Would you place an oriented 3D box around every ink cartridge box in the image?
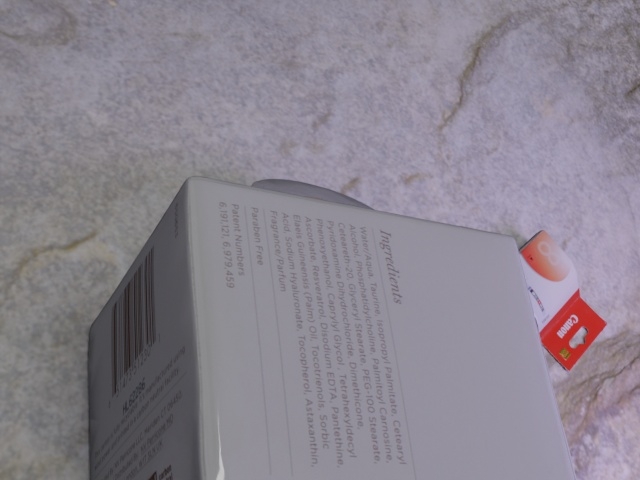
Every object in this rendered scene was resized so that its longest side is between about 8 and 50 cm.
[{"bbox_3d":[0.354,0.088,1.569,0.179,0.045,0.145,46,48,7],"label":"ink cartridge box"}]

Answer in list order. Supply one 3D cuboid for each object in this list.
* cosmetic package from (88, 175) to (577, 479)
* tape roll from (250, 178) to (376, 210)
[{"bbox_3d":[-0.007,0.179,1.088,0.393,0.329,0.328,9,54,-26],"label":"cosmetic package"},{"bbox_3d":[0.000,0.000,1.322,0.219,0.072,0.219,18,20,-7],"label":"tape roll"}]
